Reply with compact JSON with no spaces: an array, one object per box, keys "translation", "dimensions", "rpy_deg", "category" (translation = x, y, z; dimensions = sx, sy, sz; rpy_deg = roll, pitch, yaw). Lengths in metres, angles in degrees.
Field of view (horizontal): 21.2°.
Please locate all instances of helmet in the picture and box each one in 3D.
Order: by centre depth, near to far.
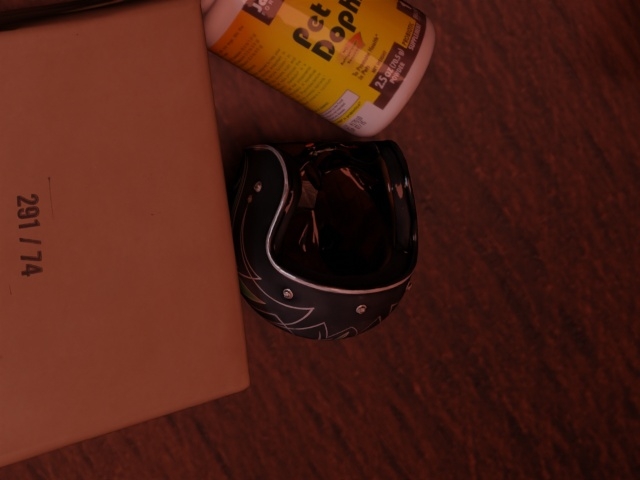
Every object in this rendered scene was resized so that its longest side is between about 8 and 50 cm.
[{"translation":[0.000,0.000,1.398],"dimensions":[0.169,0.169,0.161],"rpy_deg":[-3,94,-11],"category":"helmet"}]

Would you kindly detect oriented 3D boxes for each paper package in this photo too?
[{"translation":[-0.231,-0.014,1.305],"dimensions":[0.309,0.168,0.324],"rpy_deg":[-14,104,-32],"category":"paper package"}]

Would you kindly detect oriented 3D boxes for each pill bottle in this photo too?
[{"translation":[-0.022,-0.181,1.382],"dimensions":[0.215,0.117,0.117],"rpy_deg":[29,96,-16],"category":"pill bottle"}]
